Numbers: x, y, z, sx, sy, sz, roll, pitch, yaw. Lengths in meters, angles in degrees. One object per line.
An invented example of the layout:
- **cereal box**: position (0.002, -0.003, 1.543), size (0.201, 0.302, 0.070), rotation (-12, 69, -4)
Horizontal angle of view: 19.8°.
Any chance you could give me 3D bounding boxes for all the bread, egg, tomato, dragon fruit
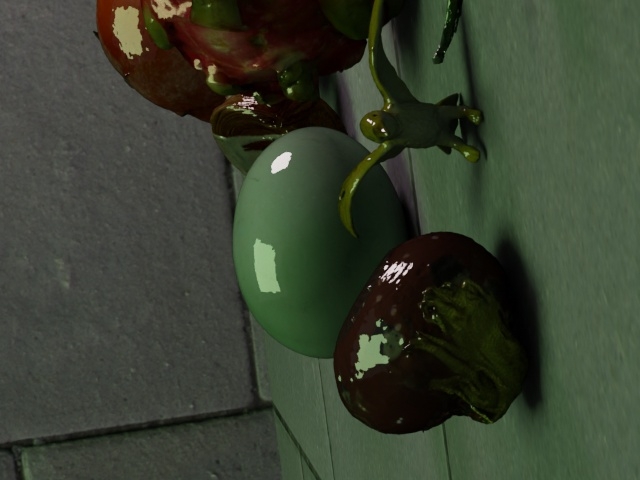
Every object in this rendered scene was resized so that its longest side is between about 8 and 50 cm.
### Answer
- **bread**: position (-0.044, -0.117, 2.053), size (0.073, 0.160, 0.160), rotation (-53, -14, -24)
- **egg**: position (0.000, 0.000, 1.740), size (0.168, 0.168, 0.230), rotation (97, 168, -66)
- **tomato**: position (-0.129, -0.273, 2.168), size (0.265, 0.265, 0.264), rotation (172, 90, -83)
- **dragon fruit**: position (-0.044, -0.269, 1.575), size (0.231, 0.237, 0.302), rotation (31, 121, 54)

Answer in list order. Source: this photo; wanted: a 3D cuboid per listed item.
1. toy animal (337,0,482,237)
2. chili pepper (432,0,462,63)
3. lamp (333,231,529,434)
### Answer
- **toy animal**: position (0.072, -0.091, 1.350), size (0.155, 0.095, 0.219), rotation (-122, 39, -76)
- **chili pepper**: position (0.096, -0.241, 1.077), size (0.279, 0.065, 0.122), rotation (97, 167, -53)
- **lamp**: position (0.084, 0.075, 1.323), size (0.156, 0.135, 0.157), rotation (-60, -1, 30)
